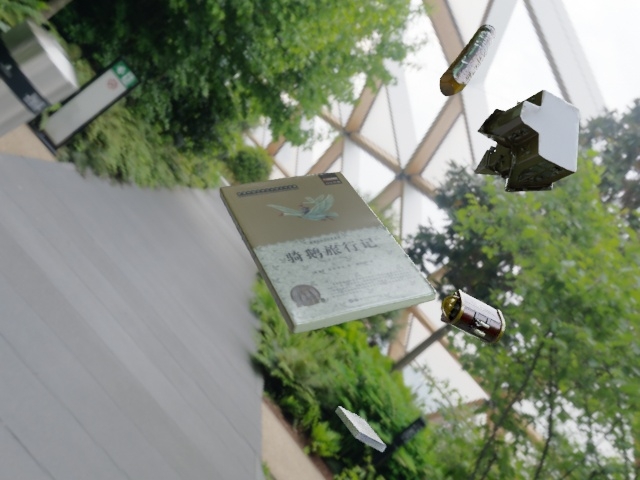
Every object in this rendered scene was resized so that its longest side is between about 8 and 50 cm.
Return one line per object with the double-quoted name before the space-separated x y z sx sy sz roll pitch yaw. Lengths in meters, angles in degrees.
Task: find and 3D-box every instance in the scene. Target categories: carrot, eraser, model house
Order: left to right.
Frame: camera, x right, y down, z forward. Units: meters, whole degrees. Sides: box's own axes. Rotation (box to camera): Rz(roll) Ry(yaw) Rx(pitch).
"eraser" 0.108 0.515 1.790 0.103 0.023 0.150 34 0 -24
"carrot" 0.395 -0.483 1.744 0.070 0.260 0.070 27 -27 15
"model house" 0.401 -0.196 1.402 0.176 0.181 0.248 22 -26 -22

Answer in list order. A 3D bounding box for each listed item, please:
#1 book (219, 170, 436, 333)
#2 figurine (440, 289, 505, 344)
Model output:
"book" 0.000 0.000 0.954 0.310 0.216 0.021 -124 -148 -43
"figurine" 0.330 0.175 1.436 0.154 0.083 0.098 26 12 -12
